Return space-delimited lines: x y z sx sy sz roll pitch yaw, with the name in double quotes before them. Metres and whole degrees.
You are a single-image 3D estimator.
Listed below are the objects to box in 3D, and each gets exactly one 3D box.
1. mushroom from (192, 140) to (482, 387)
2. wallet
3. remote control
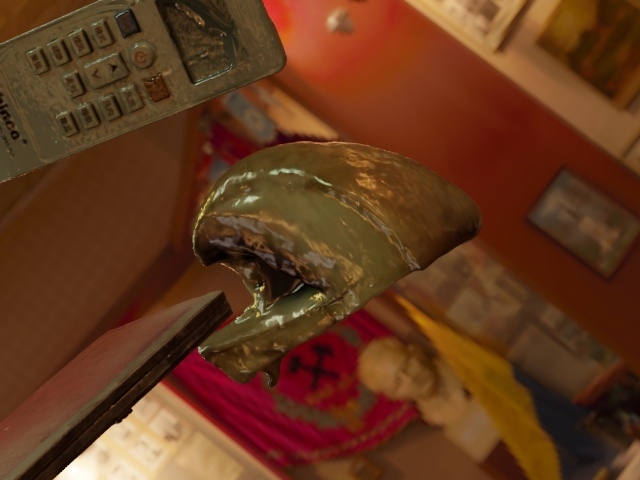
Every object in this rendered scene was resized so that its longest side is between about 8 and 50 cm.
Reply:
"mushroom" 0.007 -0.007 1.444 0.292 0.212 0.217 -48 -4 38
"wallet" -0.153 0.104 0.851 0.119 0.025 0.232 -20 15 38
"remote control" -0.096 -0.078 0.662 0.162 0.061 0.029 -19 15 18
